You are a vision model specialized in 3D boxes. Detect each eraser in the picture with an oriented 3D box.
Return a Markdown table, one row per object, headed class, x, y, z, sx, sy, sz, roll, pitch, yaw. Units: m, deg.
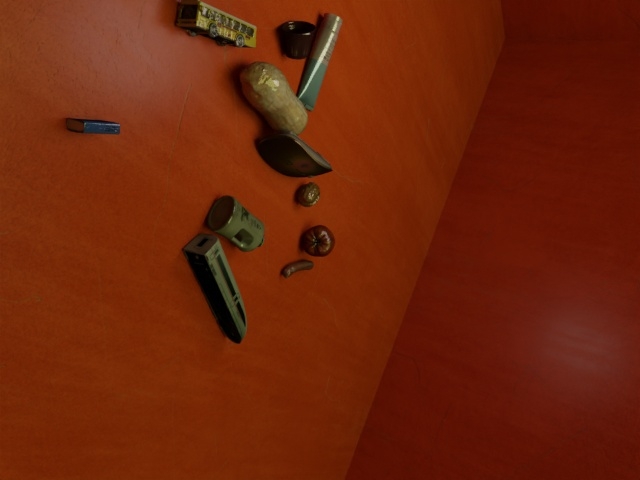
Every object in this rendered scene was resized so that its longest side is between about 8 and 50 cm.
| class | x | y | z | sx | sy | sz | roll | pitch | yaw |
| --- | --- | --- | --- | --- | --- | --- | --- | --- | --- |
| eraser | -0.478 | -0.240 | 1.052 | 0.084 | 0.063 | 0.027 | -14 | 116 | -57 |

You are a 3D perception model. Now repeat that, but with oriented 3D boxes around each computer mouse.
| class | x | y | z | sx | sy | sz | roll | pitch | yaw |
| --- | --- | --- | --- | --- | --- | --- | --- | --- | --- |
| computer mouse | -0.077 | -0.263 | 1.634 | 0.310 | 0.158 | 0.072 | 28 | 60 | -60 |

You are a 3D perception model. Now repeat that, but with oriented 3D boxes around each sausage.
| class | x | y | z | sx | sy | sz | roll | pitch | yaw |
| --- | --- | --- | --- | --- | --- | --- | --- | --- | --- |
| sausage | -0.084 | 0.104 | 1.896 | 0.176 | 0.040 | 0.047 | -13 | 121 | -57 |

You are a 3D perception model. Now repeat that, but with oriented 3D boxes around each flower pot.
| class | x | y | z | sx | sy | sz | roll | pitch | yaw |
| --- | --- | --- | --- | --- | --- | --- | --- | --- | --- |
| flower pot | -0.069 | -0.612 | 1.539 | 0.111 | 0.111 | 0.089 | -46 | 151 | -40 |

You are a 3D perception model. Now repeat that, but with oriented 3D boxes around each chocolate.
| class | x | y | z | sx | sy | sz | roll | pitch | yaw |
| --- | --- | --- | --- | --- | --- | --- | --- | --- | --- |
| chocolate | -0.133 | -0.418 | 1.486 | 0.309 | 0.134 | 0.134 | 39 | 70 | -58 |

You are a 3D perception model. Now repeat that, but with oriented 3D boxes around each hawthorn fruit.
| class | x | y | z | sx | sy | sz | roll | pitch | yaw |
| --- | --- | --- | --- | --- | --- | --- | --- | --- | --- |
| hawthorn fruit | -0.007 | -0.002 | 1.909 | 0.140 | 0.125 | 0.125 | -91 | 173 | -54 |

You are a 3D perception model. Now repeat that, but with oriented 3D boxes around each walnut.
| class | x | y | z | sx | sy | sz | roll | pitch | yaw |
| --- | --- | --- | --- | --- | --- | --- | --- | --- | --- |
| walnut | -0.043 | -0.164 | 1.806 | 0.096 | 0.082 | 0.079 | -59 | 174 | -29 |

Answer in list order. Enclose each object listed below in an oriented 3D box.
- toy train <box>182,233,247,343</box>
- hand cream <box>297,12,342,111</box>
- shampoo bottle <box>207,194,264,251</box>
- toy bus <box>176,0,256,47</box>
| class | x | y | z | sx | sy | sz | roll | pitch | yaw |
| --- | --- | --- | --- | --- | --- | --- | --- | --- | --- |
| toy train | -0.297 | 0.158 | 1.525 | 0.088 | 0.086 | 0.407 | -55 | 146 | -40 |
| hand cream | -0.008 | -0.601 | 1.695 | 0.111 | 0.070 | 0.312 | 9 | 103 | -62 |
| shampoo bottle | -0.239 | -0.036 | 1.524 | 0.234 | 0.087 | 0.118 | 45 | 62 | -57 |
| toy bus | -0.255 | -0.540 | 1.270 | 0.226 | 0.081 | 0.074 | -8 | 111 | -58 |
